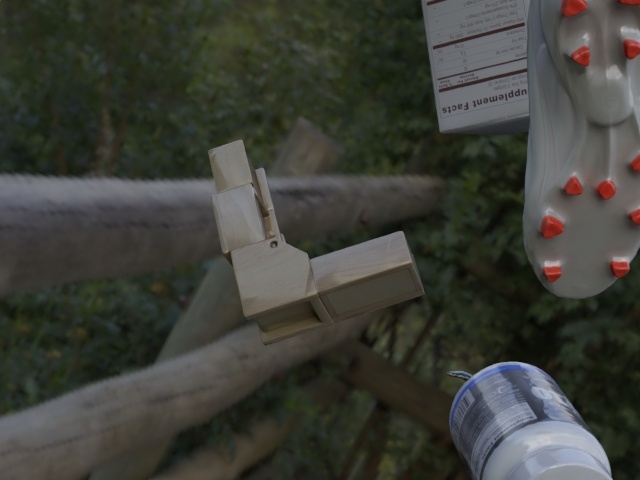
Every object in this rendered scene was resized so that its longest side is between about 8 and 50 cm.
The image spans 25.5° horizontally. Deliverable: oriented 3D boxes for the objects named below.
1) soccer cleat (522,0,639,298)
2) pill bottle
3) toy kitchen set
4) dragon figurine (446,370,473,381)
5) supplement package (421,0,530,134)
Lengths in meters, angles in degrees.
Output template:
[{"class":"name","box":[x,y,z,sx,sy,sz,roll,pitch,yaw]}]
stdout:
[{"class":"soccer cleat","box":[0.133,-0.062,0.707,0.068,0.196,0.076,-5,32,-1]},{"class":"pill bottle","box":[0.128,0.132,0.845,0.078,0.078,0.137,26,12,-15]},{"class":"toy kitchen set","box":[0.000,0.000,0.622,0.068,0.075,0.083,62,12,-61]},{"class":"dragon figurine","box":[0.232,0.283,1.632,0.085,0.289,0.144,-19,19,-6]},{"class":"supplement package","box":[0.154,-0.182,1.158,0.105,0.179,0.105,-10,-3,37]}]
